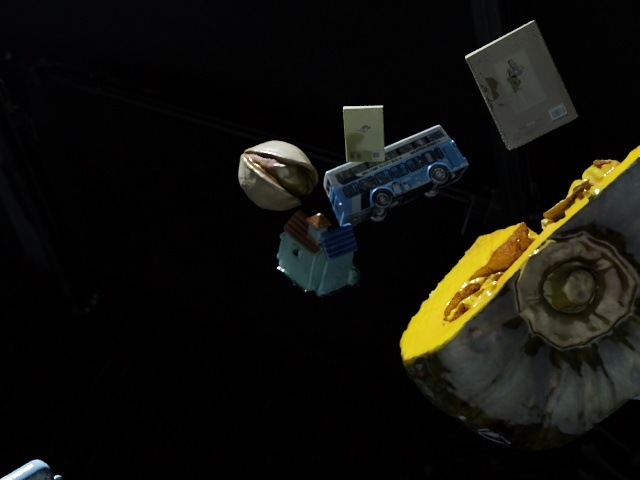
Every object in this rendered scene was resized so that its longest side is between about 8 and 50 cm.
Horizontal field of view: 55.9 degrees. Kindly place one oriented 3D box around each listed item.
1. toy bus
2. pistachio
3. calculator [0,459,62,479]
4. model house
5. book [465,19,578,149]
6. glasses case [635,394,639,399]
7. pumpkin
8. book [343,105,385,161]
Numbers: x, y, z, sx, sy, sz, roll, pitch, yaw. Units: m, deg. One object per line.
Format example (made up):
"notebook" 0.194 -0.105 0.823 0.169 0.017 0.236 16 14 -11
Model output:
"toy bus" 0.161 -0.135 1.318 0.130 0.298 0.106 63 -10 14
"pistachio" -0.083 -0.123 1.133 0.144 0.144 0.215 48 -11 -20
"calculator" -0.490 0.422 0.914 0.039 0.210 0.121 23 -57 33
"model house" 0.000 0.000 1.070 0.148 0.120 0.148 40 -45 36
"book" 0.376 -0.287 1.130 0.139 0.016 0.198 -26 -79 16
"glasses case" 0.381 0.174 0.814 0.179 0.067 0.045 2 -49 23
"pumpkin" 0.199 0.042 0.494 0.139 0.190 0.280 43 -65 2
"book" 0.086 -0.209 1.186 0.077 0.014 0.110 0 -64 10
